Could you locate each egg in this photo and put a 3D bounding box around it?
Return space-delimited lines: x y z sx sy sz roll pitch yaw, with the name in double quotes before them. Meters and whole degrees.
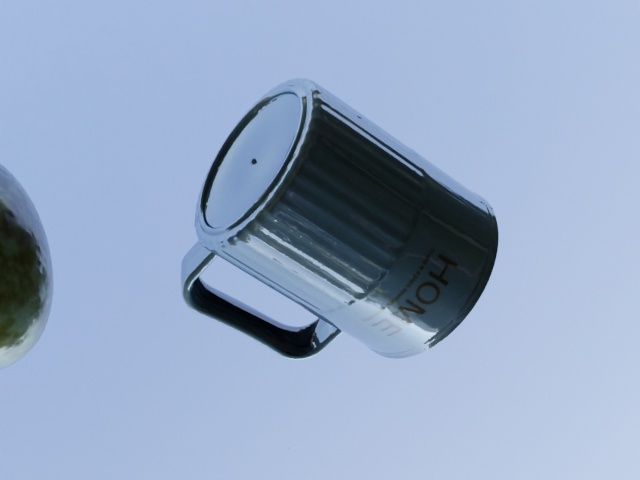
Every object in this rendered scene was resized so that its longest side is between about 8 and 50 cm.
"egg" -0.412 0.019 0.922 0.289 0.238 0.238 41 -102 6

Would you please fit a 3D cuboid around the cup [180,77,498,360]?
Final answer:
"cup" 0.006 -0.018 1.123 0.311 0.331 0.257 33 -127 -29
